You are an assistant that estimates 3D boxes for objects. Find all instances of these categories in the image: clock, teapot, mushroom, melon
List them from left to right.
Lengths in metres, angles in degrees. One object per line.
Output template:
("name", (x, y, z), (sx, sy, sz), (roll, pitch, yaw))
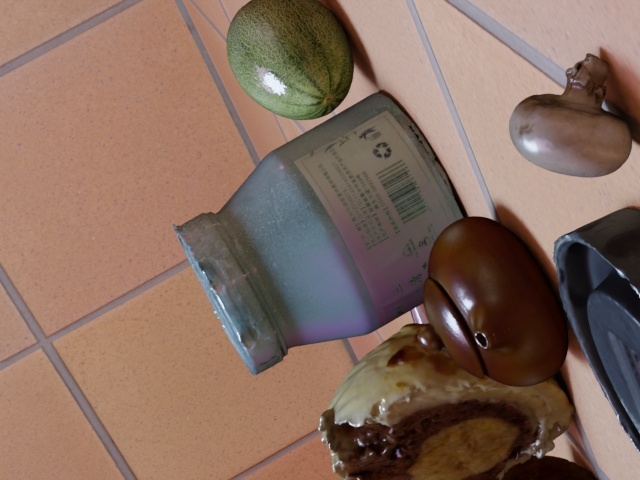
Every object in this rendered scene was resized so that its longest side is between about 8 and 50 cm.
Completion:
("melon", (-0.038, -0.220, 1.763), (0.192, 0.139, 0.139), (51, 170, 37))
("teapot", (0.152, 0.067, 1.500), (0.178, 0.135, 0.252), (66, 173, -9))
("mushroom", (0.166, -0.083, 0.983), (0.085, 0.085, 0.079), (-132, 49, -68))
("clock", (0.262, 0.106, 1.086), (0.281, 0.055, 0.280), (60, 174, 10))

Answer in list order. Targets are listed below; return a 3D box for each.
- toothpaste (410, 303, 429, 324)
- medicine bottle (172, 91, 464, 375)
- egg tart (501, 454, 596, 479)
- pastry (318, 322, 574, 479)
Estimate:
("toothpaste", (0.166, 0.145, 2.297), (0.067, 0.043, 0.194), (80, 166, -79))
("medicine bottle", (0.000, 0.000, 1.732), (0.245, 0.290, 0.245), (60, 174, 10))
("egg tart", (0.260, 0.352, 1.755), (0.202, 0.202, 0.147), (-125, 20, -48))
("pastry", (0.132, 0.176, 1.657), (0.256, 0.237, 0.170), (34, -157, -38))
